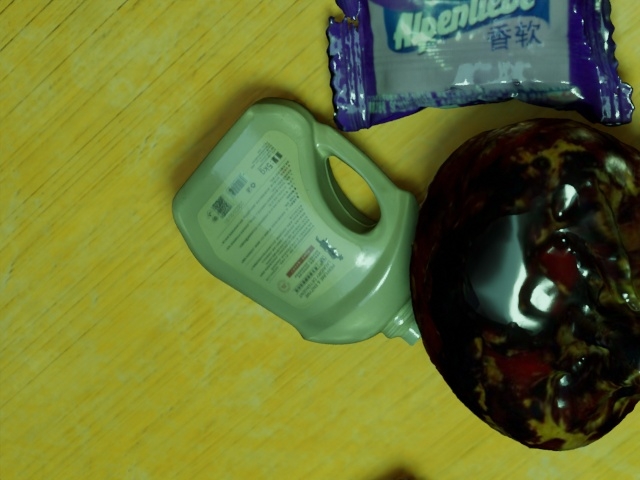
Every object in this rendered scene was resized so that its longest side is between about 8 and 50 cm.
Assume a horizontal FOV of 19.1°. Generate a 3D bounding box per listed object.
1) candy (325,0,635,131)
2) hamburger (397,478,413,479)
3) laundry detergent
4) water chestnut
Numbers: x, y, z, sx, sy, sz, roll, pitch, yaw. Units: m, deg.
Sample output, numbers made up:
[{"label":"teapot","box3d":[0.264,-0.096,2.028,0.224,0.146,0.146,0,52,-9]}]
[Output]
[{"label":"candy","box3d":[0.137,-0.169,1.672,0.275,0.070,0.145,0,97,19]},{"label":"hamburger","box3d":[0.088,0.305,1.789,0.137,0.087,0.166,-35,92,20]},{"label":"laundry detergent","box3d":[0.000,0.000,1.736,0.253,0.091,0.181,41,106,2]},{"label":"water chestnut","box3d":[0.201,0.037,1.613,0.289,0.244,0.289,3,102,16]}]
